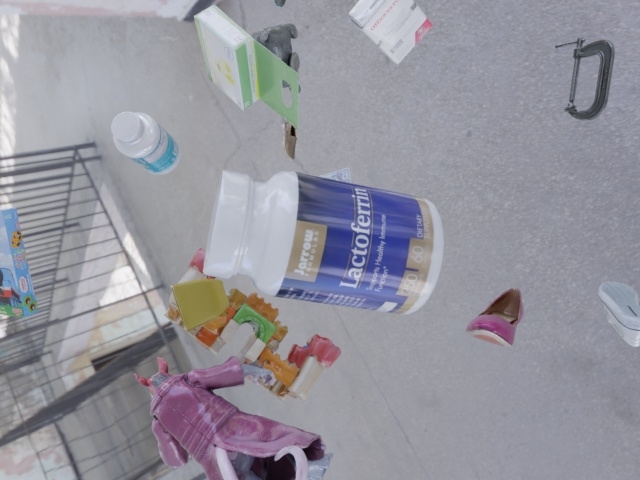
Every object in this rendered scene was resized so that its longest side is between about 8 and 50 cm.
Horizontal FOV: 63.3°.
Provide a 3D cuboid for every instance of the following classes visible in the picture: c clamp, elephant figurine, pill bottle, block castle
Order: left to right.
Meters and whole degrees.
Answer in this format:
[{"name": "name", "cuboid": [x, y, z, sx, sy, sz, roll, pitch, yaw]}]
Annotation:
[{"name": "pill bottle", "cuboid": [-0.561, -0.315, 1.662, 0.146, 0.146, 0.264, 60, -179, 13]}, {"name": "block castle", "cuboid": [-0.185, 0.226, 1.411, 0.453, 0.213, 0.303, 36, 155, -3]}, {"name": "elephant figurine", "cuboid": [-0.126, -0.571, 1.697, 0.169, 0.186, 0.239, 20, 133, 50]}, {"name": "pill bottle", "cuboid": [0.000, 0.000, 0.633, 0.153, 0.264, 0.153, -171, 90, -76]}, {"name": "c clamp", "cuboid": [0.481, -0.297, 0.951, 0.137, 0.022, 0.161, -171, 84, -71]}]

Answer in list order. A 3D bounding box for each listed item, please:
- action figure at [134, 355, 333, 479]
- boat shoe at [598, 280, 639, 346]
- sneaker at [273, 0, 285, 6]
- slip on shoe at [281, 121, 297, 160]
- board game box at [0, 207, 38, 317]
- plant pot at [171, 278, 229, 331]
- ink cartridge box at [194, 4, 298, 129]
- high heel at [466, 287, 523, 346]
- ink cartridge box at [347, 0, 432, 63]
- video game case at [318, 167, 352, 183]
[{"name": "action figure", "cuboid": [-0.179, 0.323, 0.839, 0.370, 0.276, 0.248, 31, 87, 17]}, {"name": "boat shoe", "cuboid": [0.694, 0.166, 1.206, 0.083, 0.226, 0.076, 7, 110, 17]}, {"name": "sneaker", "cuboid": [-0.095, -0.765, 1.516, 0.076, 0.065, 0.166, 32, 124, 24]}, {"name": "slip on shoe", "cuboid": [-0.097, -0.330, 1.712, 0.041, 0.051, 0.135, -16, 70, 30]}, {"name": "board game box", "cuboid": [-0.645, 0.041, 1.022, 0.160, 0.039, 0.212, 2, 104, 23]}, {"name": "plant pot", "cuboid": [-0.205, 0.103, 0.899, 0.081, 0.083, 0.081, 71, 162, -1]}, {"name": "ink cartridge box", "cuboid": [-0.141, -0.324, 1.021, 0.235, 0.056, 0.171, 45, 161, 17]}, {"name": "high heel", "cuboid": [0.492, 0.194, 1.434, 0.127, 0.377, 0.181, 15, 85, 23]}, {"name": "ink cartridge box", "cuboid": [0.208, -0.652, 1.538, 0.158, 0.218, 0.092, -46, 57, 18]}, {"name": "video game case", "cuboid": [0.007, -0.124, 1.626, 0.201, 0.023, 0.183, -14, 61, 14]}]
